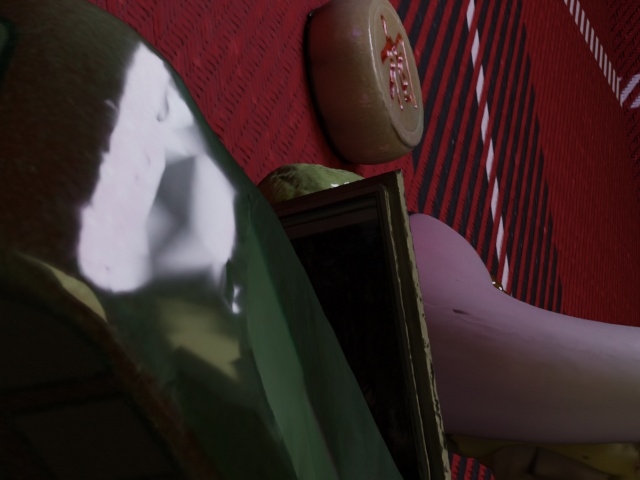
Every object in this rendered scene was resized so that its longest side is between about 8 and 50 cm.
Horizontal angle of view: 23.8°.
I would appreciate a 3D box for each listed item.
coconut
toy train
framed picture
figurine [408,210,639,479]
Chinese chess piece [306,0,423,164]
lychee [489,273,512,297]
[{"bbox_3d":[0.000,0.000,0.857,0.096,0.088,0.087,21,56,-38],"label":"coconut"},{"bbox_3d":[-0.075,0.061,0.486,0.129,0.159,0.326,-83,154,-48],"label":"toy train"},{"bbox_3d":[-0.018,0.055,0.656,0.011,0.183,0.141,-6,86,-41],"label":"framed picture"},{"bbox_3d":[0.189,0.088,0.844,0.284,0.316,0.206,70,37,-63],"label":"figurine"},{"bbox_3d":[0.033,-0.114,1.068,0.122,0.051,0.122,-10,90,-71],"label":"Chinese chess piece"},{"bbox_3d":[0.078,0.067,1.008,0.146,0.114,0.114,-54,133,-41],"label":"lychee"}]
